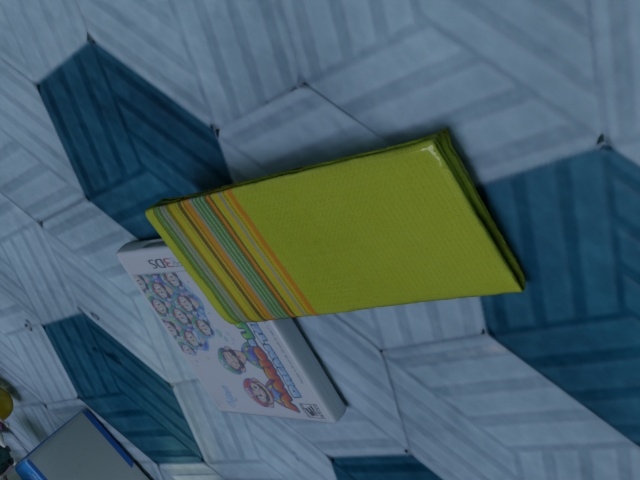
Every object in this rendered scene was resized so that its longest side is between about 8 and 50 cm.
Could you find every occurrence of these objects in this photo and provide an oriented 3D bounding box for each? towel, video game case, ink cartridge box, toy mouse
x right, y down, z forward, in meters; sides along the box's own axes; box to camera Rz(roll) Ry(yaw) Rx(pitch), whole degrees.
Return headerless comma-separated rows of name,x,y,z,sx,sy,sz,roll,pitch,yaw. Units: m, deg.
towel,0.000,0.000,0.627,0.237,0.021,0.102,-10,123,44
video game case,-0.067,0.064,0.782,0.143,0.019,0.157,-6,121,50
ink cartridge box,-0.257,0.277,1.147,0.148,0.086,0.203,49,147,-3
toy mouse,-0.377,0.216,1.226,0.161,0.031,0.143,40,125,42

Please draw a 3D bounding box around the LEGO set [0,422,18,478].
LEGO set,-0.446,0.297,1.329,0.287,0.132,0.107,-18,108,29
